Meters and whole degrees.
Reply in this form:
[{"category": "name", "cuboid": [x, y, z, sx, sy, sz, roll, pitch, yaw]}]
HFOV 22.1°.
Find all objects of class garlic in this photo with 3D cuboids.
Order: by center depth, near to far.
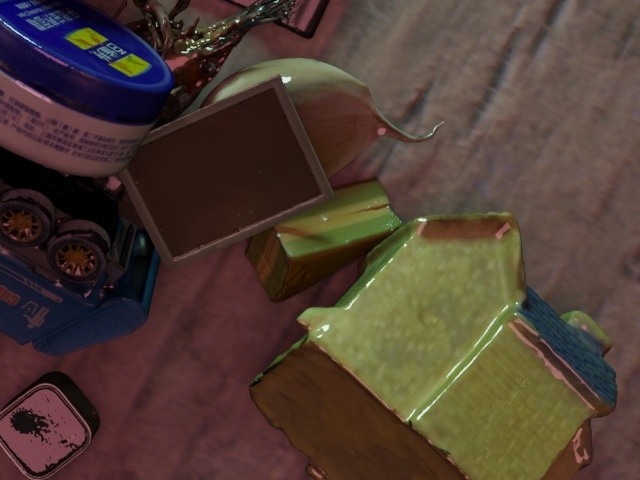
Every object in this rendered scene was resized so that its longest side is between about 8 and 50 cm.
[{"category": "garlic", "cuboid": [-0.018, -0.121, 1.646, 0.266, 0.148, 0.128, -20, 58, 4]}]

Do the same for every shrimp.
[{"category": "shrimp", "cuboid": [-0.173, -0.182, 1.620, 0.343, 0.116, 0.145, -27, 96, 7]}]

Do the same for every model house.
[{"category": "model house", "cuboid": [0.128, 0.136, 1.610, 0.321, 0.261, 0.266, 43, 65, -3]}]

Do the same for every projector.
[{"category": "projector", "cuboid": [-0.278, 0.188, 1.663, 0.083, 0.082, 0.083, -37, 94, 1]}]

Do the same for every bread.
[{"category": "bread", "cuboid": [0.004, -0.002, 1.678, 0.139, 0.084, 0.074, -19, 65, -27]}]

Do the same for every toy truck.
[{"category": "toy truck", "cuboid": [-0.319, -0.036, 1.560, 0.367, 0.146, 0.175, 34, 123, -20]}]

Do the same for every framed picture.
[{"category": "framed picture", "cuboid": [-0.095, -0.065, 1.591, 0.183, 0.011, 0.142, -24, 113, 3]}]

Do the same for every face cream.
[{"category": "face cream", "cuboid": [-0.244, -0.147, 1.475, 0.206, 0.206, 0.111, 29, 110, -3]}]

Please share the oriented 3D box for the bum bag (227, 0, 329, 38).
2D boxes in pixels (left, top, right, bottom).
[{"category": "bum bag", "cuboid": [-0.058, -0.284, 1.662, 0.159, 0.026, 0.109, 23, 94, -3]}]
